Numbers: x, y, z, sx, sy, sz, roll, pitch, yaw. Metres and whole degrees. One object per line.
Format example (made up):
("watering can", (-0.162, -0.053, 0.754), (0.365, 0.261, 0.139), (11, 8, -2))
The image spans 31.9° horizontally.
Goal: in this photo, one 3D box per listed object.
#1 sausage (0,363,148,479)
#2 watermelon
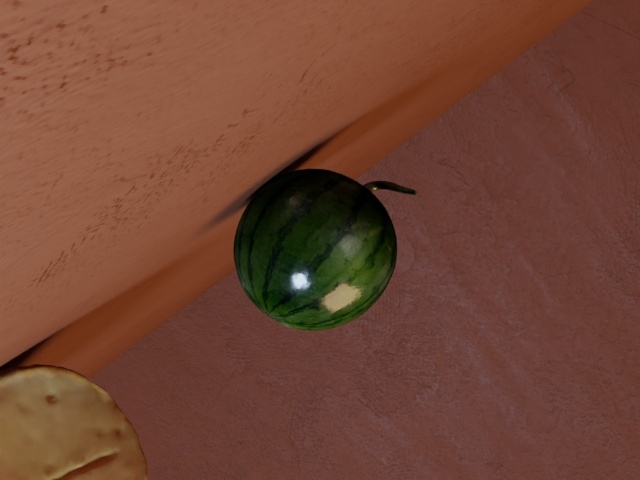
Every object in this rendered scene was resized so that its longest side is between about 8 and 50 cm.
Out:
("sausage", (-0.356, 0.288, 1.252), (0.233, 0.233, 0.287), (-35, 179, -45))
("watermelon", (0.000, 0.000, 1.302), (0.215, 0.188, 0.188), (-55, -175, -18))
